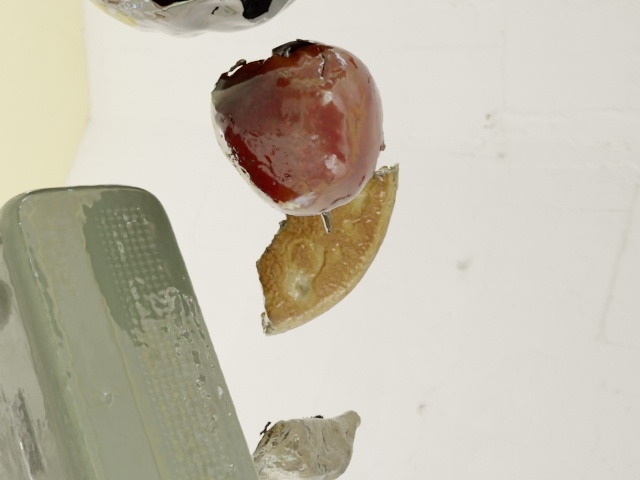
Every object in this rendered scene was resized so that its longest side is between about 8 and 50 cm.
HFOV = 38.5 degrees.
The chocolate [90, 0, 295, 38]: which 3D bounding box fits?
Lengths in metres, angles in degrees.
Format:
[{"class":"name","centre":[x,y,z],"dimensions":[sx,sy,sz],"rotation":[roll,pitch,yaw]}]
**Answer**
[{"class":"chocolate","centre":[-0.115,-0.380,0.902],"dimensions":[0.331,0.384,0.383],"rotation":[53,-51,12]}]

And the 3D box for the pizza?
[{"class":"pizza","centre":[0.003,0.006,1.151],"dimensions":[0.271,0.134,0.056],"rotation":[-62,-172,5]}]

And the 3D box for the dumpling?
[{"class":"dumpling","centre":[-0.024,0.374,1.564],"dimensions":[0.086,0.332,0.166],"rotation":[36,-80,29]}]

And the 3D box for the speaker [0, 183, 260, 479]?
[{"class":"speaker","centre":[-0.188,0.157,0.799],"dimensions":[0.184,0.183,0.406],"rotation":[-38,-112,43]}]

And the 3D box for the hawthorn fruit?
[{"class":"hawthorn fruit","centre":[-0.013,-0.086,0.796],"dimensions":[0.148,0.148,0.172],"rotation":[-3,-74,51]}]
